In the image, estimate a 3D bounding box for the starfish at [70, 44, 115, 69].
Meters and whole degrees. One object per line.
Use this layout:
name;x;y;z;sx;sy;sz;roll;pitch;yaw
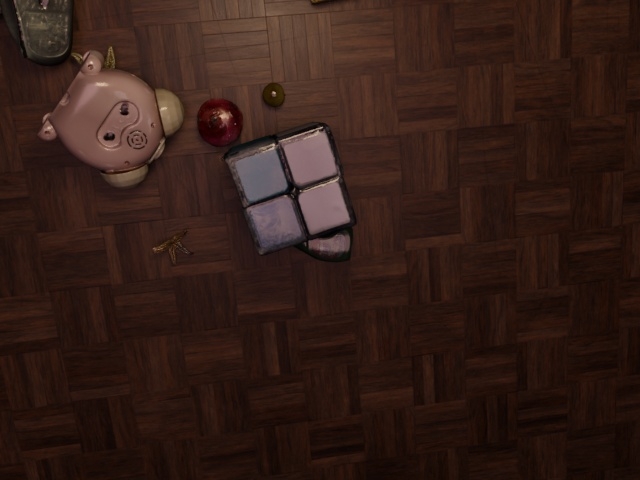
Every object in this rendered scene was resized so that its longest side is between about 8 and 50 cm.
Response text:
starfish;-0.653;-0.502;1.766;0.208;0.053;0.175;21;104;-22

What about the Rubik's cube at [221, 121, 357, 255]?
Rubik's cube;-0.095;-0.168;1.780;0.319;0.316;0.313;-18;104;-1

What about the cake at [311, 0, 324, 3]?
cake;0.057;-0.790;1.780;0.185;0.079;0.116;-6;106;-1

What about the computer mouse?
computer mouse;-0.799;-0.688;1.651;0.203;0.114;0.373;-10;114;-36

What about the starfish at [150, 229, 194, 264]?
starfish;-0.473;0.010;1.917;0.133;0.041;0.130;28;105;-39

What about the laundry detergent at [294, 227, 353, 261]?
laundry detergent;0.000;0.000;1.962;0.211;0.063;0.137;6;99;-6

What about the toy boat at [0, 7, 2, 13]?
toy boat;-0.929;-0.775;1.637;0.141;0.141;0.269;10;87;-9

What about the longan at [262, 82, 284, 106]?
longan;-0.141;-0.458;1.841;0.083;0.075;0.075;-22;109;-44

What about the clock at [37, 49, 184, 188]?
clock;-0.607;-0.347;1.729;0.326;0.184;0.342;33;107;-31

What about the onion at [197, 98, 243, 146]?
onion;-0.310;-0.363;1.798;0.150;0.140;0.150;-1;100;-9
